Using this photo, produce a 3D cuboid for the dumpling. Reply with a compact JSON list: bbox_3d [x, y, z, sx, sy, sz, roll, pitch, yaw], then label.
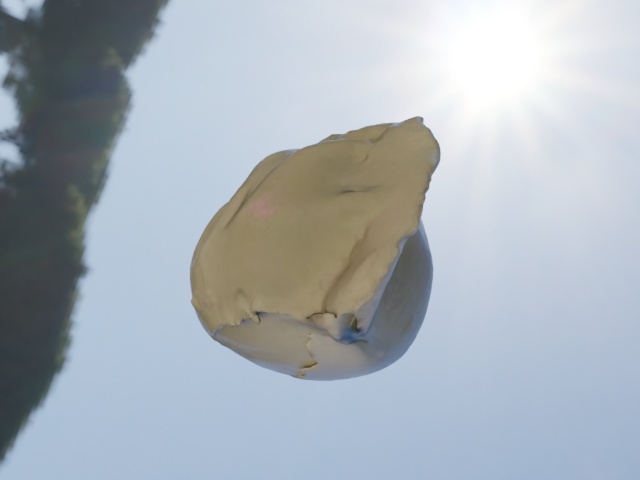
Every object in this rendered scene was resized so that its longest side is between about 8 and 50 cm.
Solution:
[{"bbox_3d":[0.000,0.000,0.742,0.188,0.108,0.127,145,-40,-68],"label":"dumpling"}]
